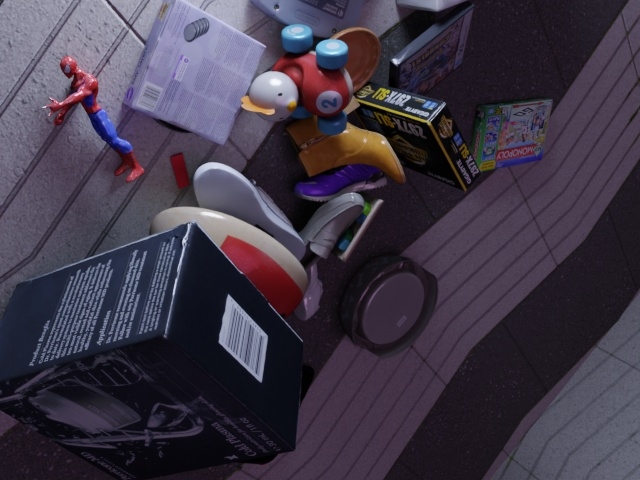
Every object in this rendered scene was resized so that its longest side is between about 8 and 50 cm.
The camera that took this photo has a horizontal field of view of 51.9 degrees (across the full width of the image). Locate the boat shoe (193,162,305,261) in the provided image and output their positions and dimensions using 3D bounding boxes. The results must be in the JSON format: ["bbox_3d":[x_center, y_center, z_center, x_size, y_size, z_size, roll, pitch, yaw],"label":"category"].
[{"bbox_3d":[-0.178,-0.088,1.622,0.136,0.156,0.367,-42,128,12],"label":"boat shoe"}]

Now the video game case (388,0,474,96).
[{"bbox_3d":[0.289,-0.477,1.763,0.275,0.035,0.248,-40,162,-12],"label":"video game case"}]

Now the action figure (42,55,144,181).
[{"bbox_3d":[-0.484,-0.232,1.351,0.139,0.091,0.280,-38,130,-27],"label":"action figure"}]

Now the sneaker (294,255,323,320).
[{"bbox_3d":[-0.028,0.124,1.893,0.094,0.080,0.212,-25,133,-39],"label":"sneaker"}]

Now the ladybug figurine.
[{"bbox_3d":[-0.216,0.085,1.569,0.449,0.305,0.162,34,52,-35],"label":"ladybug figurine"}]

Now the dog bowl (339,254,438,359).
[{"bbox_3d":[0.211,0.202,2.082,0.349,0.102,0.348,-17,121,-29],"label":"dog bowl"}]

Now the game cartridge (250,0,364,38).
[{"bbox_3d":[-0.024,-0.590,1.547,0.297,0.062,0.198,9,110,-39],"label":"game cartridge"}]

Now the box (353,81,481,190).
[{"bbox_3d":[0.240,-0.277,1.718,0.079,0.322,0.257,-47,132,-10],"label":"box"}]

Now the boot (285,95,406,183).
[{"bbox_3d":[0.061,-0.217,1.691,0.211,0.104,0.295,-36,91,-4],"label":"boot"}]

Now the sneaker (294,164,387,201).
[{"bbox_3d":[0.049,-0.197,1.775,0.293,0.102,0.146,-17,113,-32],"label":"sneaker"}]

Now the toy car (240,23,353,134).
[{"bbox_3d":[-0.069,-0.332,1.507,0.238,0.210,0.219,-37,145,-30],"label":"toy car"}]

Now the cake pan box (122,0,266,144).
[{"bbox_3d":[-0.276,-0.365,1.460,0.246,0.070,0.267,17,101,-39],"label":"cake pan box"}]

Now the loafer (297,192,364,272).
[{"bbox_3d":[0.000,0.000,1.746,0.319,0.111,0.112,-43,144,21],"label":"loafer"}]

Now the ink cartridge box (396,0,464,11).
[{"bbox_3d":[0.379,-0.785,1.673,0.395,0.166,0.285,-28,126,-24],"label":"ink cartridge box"}]

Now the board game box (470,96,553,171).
[{"bbox_3d":[0.623,-0.349,2.155,0.317,0.046,0.213,-13,118,-31],"label":"board game box"}]

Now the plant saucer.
[{"bbox_3d":[0.060,-0.449,1.652,0.200,0.037,0.200,-25,146,-18],"label":"plant saucer"}]

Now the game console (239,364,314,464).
[{"bbox_3d":[-0.221,0.498,1.945,0.386,0.060,0.342,22,93,-42],"label":"game console"}]

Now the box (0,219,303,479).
[{"bbox_3d":[-0.355,0.267,1.419,0.472,0.297,0.480,-17,134,22],"label":"box"}]

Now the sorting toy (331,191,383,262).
[{"bbox_3d":[0.078,-0.048,1.801,0.038,0.208,0.193,32,91,-20],"label":"sorting toy"}]

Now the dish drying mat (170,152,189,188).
[{"bbox_3d":[-0.332,-0.165,1.557,0.032,0.008,0.083,-25,124,-26],"label":"dish drying mat"}]
